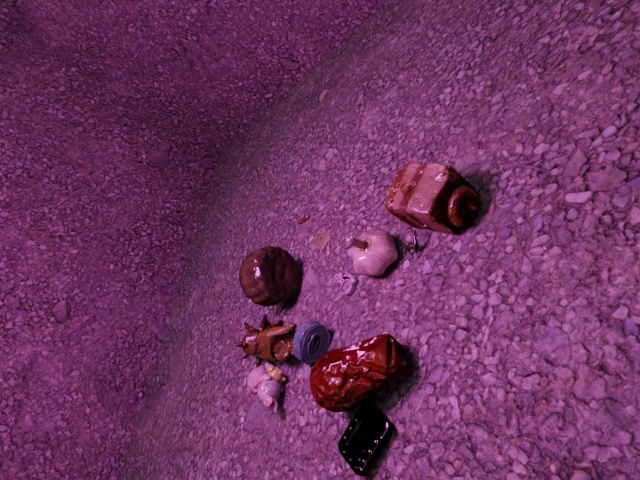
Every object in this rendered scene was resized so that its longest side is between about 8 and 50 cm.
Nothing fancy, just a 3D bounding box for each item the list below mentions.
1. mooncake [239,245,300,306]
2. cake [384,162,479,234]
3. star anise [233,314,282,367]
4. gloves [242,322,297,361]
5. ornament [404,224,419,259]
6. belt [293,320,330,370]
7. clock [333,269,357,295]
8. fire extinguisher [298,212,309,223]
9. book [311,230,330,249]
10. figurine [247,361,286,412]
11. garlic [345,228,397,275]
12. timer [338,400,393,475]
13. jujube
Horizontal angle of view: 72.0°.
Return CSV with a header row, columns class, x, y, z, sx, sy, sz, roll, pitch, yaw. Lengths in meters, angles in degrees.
class,x,y,z,sx,sy,sz,roll,pitch,yaw
mooncake,-0.236,0.165,2.091,0.161,0.290,0.290,-23,48,43
cake,0.392,-0.138,1.508,0.293,0.198,0.196,21,81,58
star anise,-0.271,0.474,2.067,0.271,0.102,0.272,-12,49,14
gloves,-0.177,0.445,1.906,0.331,0.141,0.154,-5,59,24
ornament,0.327,0.006,1.588,0.073,0.028,0.125,-3,97,55
belt,-0.040,0.405,1.756,0.163,0.148,0.082,-47,23,-18
clock,0.103,0.170,1.827,0.087,0.041,0.129,-60,36,9
fire extinguisher,-0.087,-0.116,2.346,0.083,0.028,0.022,-33,8,38
book,-0.001,0.000,2.139,0.111,0.014,0.077,24,85,59
figurine,-0.212,0.616,1.855,0.155,0.127,0.235,-37,23,-22
garlic,0.165,0.030,1.675,0.199,0.226,0.199,-29,49,39
timer,0.143,0.626,1.398,0.187,0.055,0.144,-58,33,-2
jujube,0.123,0.430,1.450,0.342,0.216,0.216,-30,41,20
